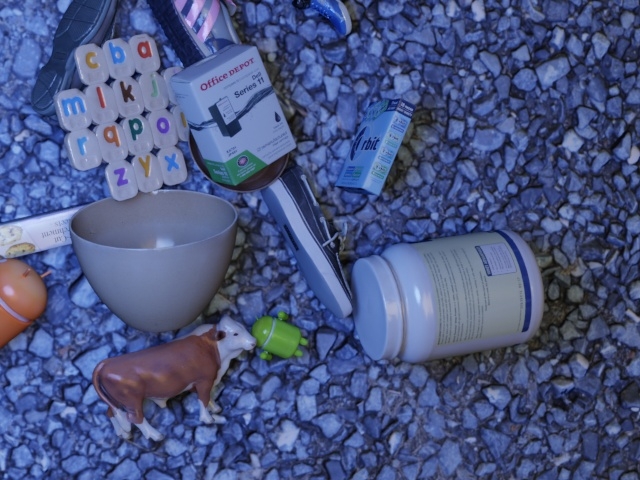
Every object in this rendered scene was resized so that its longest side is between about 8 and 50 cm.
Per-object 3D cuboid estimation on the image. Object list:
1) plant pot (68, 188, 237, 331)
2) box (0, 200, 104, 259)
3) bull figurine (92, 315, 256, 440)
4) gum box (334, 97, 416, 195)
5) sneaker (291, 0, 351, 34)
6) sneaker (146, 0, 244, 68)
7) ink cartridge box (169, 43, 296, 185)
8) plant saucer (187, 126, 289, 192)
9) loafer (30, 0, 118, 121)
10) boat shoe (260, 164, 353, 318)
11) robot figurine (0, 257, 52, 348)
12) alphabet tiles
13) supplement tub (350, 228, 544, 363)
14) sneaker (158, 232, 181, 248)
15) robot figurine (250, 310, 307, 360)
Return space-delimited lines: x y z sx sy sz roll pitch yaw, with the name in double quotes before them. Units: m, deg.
"plant pot" -0.283 0.047 1.777 0.284 0.284 0.190 -7 113 -17
"box" -0.553 -0.002 1.820 0.324 0.063 0.067 -14 99 -17
"bull figurine" -0.265 0.256 1.913 0.310 0.101 0.188 -13 100 -17
"gum box" 0.104 -0.179 1.969 0.041 0.157 0.184 24 86 -19
"sneaker" -0.008 -0.450 1.963 0.085 0.058 0.152 -32 99 -19
"sneaker" -0.232 -0.437 1.882 0.131 0.112 0.319 -36 108 -29
"ink cartridge box" -0.155 -0.227 1.829 0.153 0.087 0.208 -35 118 -24
"plant saucer" -0.157 -0.182 1.928 0.199 0.036 0.198 5 75 -21
"loafer" -0.428 -0.337 1.836 0.084 0.096 0.267 30 86 -57
"boat shoe" -0.001 0.000 1.976 0.105 0.113 0.306 -29 87 -19
"robot figurine" -0.567 0.117 1.779 0.219 0.128 0.158 -38 127 7
"alphabet tiles" -0.339 -0.221 1.835 0.284 0.021 0.277 -22 103 -41
"supplement tub" 0.243 0.110 1.996 0.325 0.235 0.235 -8 96 -17
"sneaker" -0.277 -0.005 1.915 0.070 0.051 0.134 -6 100 -23
"robot figurine" -0.084 0.187 1.983 0.115 0.067 0.101 24 85 -18
